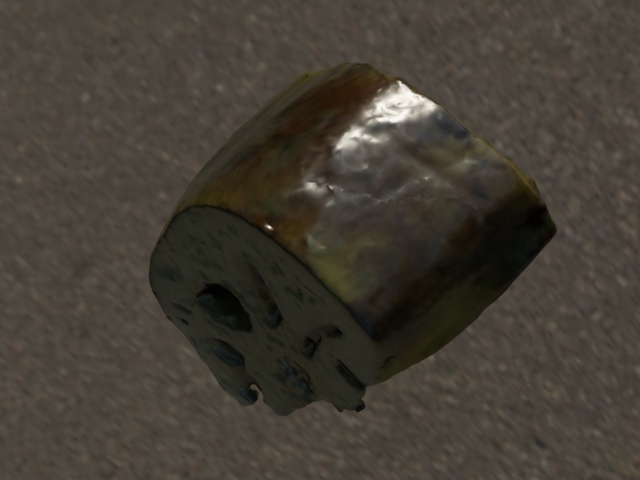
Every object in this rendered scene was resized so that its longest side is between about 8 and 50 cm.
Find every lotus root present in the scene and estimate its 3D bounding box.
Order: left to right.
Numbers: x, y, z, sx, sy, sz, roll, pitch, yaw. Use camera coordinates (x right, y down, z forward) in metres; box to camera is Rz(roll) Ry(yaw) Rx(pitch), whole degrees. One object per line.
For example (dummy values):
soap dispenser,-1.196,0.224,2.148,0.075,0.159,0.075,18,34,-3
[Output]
lotus root,0.000,0.000,0.984,0.119,0.138,0.235,-42,8,-24
